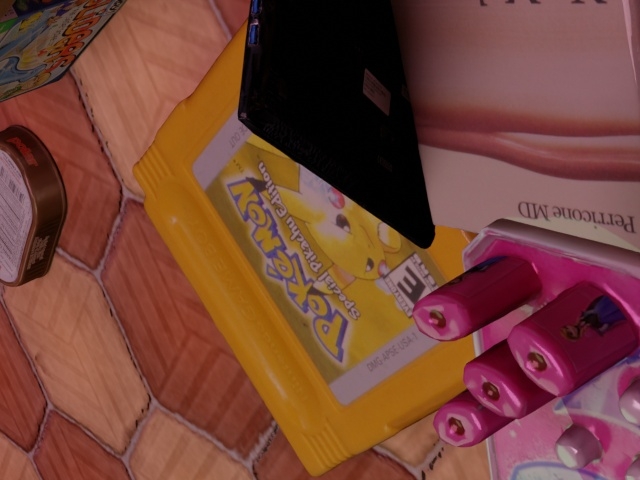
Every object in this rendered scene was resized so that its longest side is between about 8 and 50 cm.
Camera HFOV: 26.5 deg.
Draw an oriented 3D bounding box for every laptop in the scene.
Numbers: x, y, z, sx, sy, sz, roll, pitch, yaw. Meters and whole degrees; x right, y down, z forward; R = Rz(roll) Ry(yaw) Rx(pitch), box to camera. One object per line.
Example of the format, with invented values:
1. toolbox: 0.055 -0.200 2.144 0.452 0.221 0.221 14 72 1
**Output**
1. laptop: -0.028 -0.149 0.693 0.136 0.234 0.264 0 77 24

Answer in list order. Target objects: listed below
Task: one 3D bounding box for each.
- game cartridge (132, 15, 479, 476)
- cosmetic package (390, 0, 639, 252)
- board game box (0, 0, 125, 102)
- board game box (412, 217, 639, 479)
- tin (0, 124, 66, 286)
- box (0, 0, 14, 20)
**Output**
1. game cartridge: 0.000 0.000 0.938 0.285 0.052 0.323 57 143 7
2. cosmetic package: 0.116 -0.155 0.625 0.153 0.129 0.296 9 120 47
3. board game box: -0.230 -0.157 1.046 0.035 0.136 0.201 60 145 1
4. board game box: 0.201 0.213 0.427 0.390 0.050 0.390 18 126 45
5. tin: -0.295 -0.030 1.297 0.106 0.040 0.190 53 144 19
6. box: -0.220 -0.254 0.940 0.164 0.201 0.021 33 174 33
